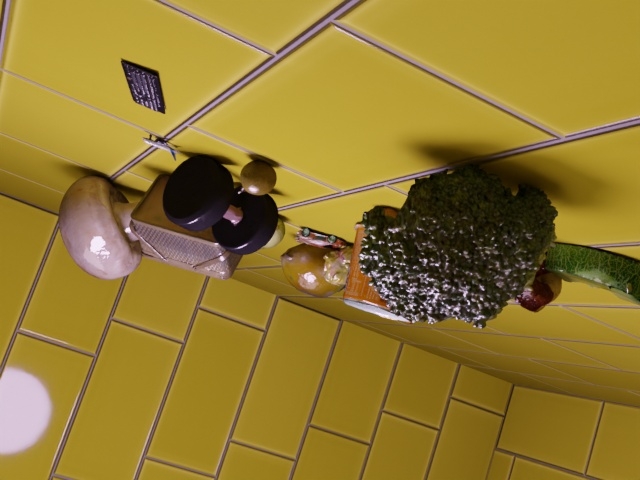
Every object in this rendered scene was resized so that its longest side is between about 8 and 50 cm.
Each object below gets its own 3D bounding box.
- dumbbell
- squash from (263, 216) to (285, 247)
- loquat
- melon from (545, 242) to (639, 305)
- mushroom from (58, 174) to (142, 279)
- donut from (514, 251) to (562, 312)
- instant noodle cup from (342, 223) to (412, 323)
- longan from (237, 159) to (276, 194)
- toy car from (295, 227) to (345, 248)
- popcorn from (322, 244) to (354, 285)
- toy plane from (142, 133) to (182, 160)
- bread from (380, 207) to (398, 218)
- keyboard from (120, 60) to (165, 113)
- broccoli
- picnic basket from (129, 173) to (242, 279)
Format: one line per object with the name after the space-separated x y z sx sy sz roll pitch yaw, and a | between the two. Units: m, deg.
-0.205 -0.069 1.813 0.153 0.152 0.218 11 167 37 | dumbbell
-0.151 -0.019 2.182 0.083 0.083 0.250 22 170 -17 | squash
-0.015 0.074 2.282 0.195 0.152 0.152 30 167 -15 | loquat
0.500 0.060 1.524 0.210 0.064 0.118 17 175 19 | melon
-0.559 -0.052 2.382 0.290 0.297 0.297 -19 166 1 | mushroom
0.380 0.060 1.578 0.140 0.140 0.059 24 142 -30 | donut
0.151 0.076 1.895 0.216 0.172 0.216 18 171 3 | instant noodle cup
-0.124 -0.113 1.638 0.075 0.083 0.075 50 -171 -11 | longan
0.000 0.000 2.147 0.122 0.035 0.059 16 169 9 | toy car
0.059 0.062 2.160 0.089 0.109 0.097 17 162 31 | popcorn
-0.318 -0.190 1.733 0.084 0.024 0.078 32 165 -31 | toy plane
0.132 -0.036 1.696 0.083 0.046 0.081 16 167 21 | bread
-0.286 -0.247 1.415 0.064 0.010 0.198 21 170 -3 | keyboard
0.202 0.015 1.307 0.288 0.235 0.260 11 170 14 | broccoli
-0.296 -0.033 2.038 0.267 0.165 0.139 15 142 15 | picnic basket
